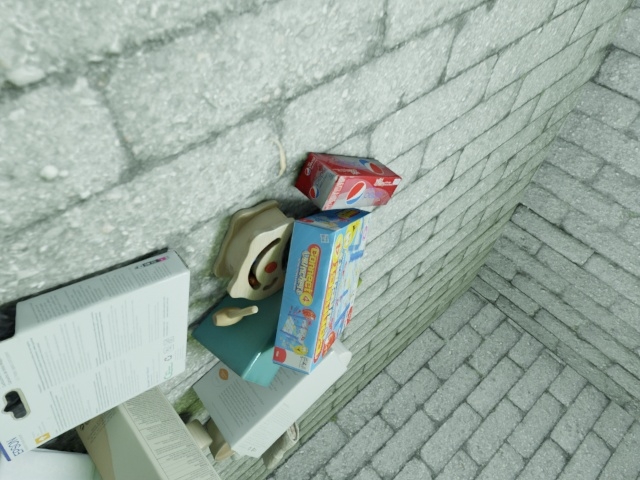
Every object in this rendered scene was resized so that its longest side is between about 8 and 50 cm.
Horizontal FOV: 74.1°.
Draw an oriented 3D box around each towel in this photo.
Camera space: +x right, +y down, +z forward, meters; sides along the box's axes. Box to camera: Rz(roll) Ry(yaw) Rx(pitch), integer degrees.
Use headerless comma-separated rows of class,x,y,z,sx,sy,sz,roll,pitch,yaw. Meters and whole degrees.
towel,-0.152,0.519,1.294,0.049,0.282,0.187,8,129,-32

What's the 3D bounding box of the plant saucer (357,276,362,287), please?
plant saucer,0.026,0.152,1.220,0.188,0.045,0.188,-53,-166,4

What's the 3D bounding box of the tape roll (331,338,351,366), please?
tape roll,-0.038,0.404,1.421,0.246,0.169,0.246,-35,151,-22

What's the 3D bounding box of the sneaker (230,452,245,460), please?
sneaker,-0.323,0.731,1.552,0.115,0.090,0.232,-12,128,-40

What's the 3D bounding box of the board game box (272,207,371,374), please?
board game box,0.014,0.090,0.959,0.302,0.086,0.308,-30,132,-68

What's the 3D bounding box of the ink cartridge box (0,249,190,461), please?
ink cartridge box,-0.392,0.196,0.730,0.330,0.071,0.324,-21,144,-37

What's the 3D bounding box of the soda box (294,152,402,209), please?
soda box,0.069,-0.131,0.939,0.263,0.092,0.083,-9,135,-52

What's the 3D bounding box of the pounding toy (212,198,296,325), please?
pounding toy,-0.113,0.068,0.868,0.154,0.155,0.269,-6,132,-47

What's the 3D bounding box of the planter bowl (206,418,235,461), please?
planter bowl,-0.304,0.619,1.383,0.162,0.109,0.162,-36,152,-23

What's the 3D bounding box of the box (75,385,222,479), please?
box,-0.344,0.448,0.865,0.121,0.311,0.148,-50,153,6

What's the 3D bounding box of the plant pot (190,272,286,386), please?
plant pot,-0.140,0.187,0.996,0.234,0.165,0.165,-54,155,-14

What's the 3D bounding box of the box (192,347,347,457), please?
box,-0.133,0.379,1.172,0.345,0.215,0.168,-41,144,-11

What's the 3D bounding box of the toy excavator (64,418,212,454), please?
toy excavator,-0.500,0.605,1.014,0.433,0.222,0.445,-38,165,-14

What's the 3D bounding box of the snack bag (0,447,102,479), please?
snack bag,-0.431,0.548,0.762,0.037,0.323,0.342,-38,134,19
